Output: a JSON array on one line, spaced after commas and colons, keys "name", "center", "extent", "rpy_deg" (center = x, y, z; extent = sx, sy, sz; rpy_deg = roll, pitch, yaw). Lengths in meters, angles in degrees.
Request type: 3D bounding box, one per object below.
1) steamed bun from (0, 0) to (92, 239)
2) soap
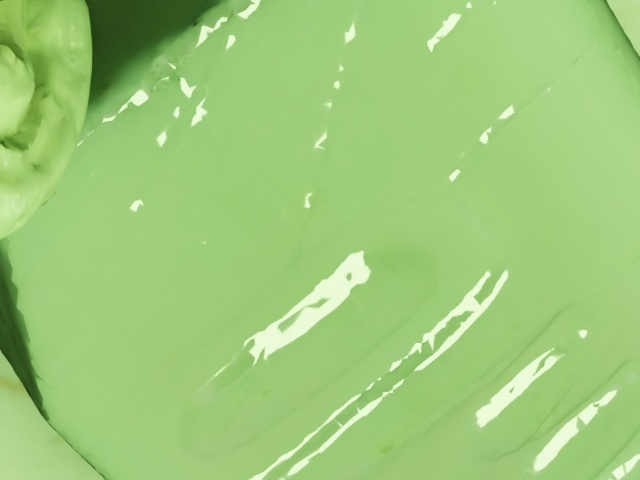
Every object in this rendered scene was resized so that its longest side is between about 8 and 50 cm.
[{"name": "steamed bun", "center": [-0.255, -0.127, 0.690], "extent": [0.324, 0.310, 0.219], "rpy_deg": [27, 139, -37]}, {"name": "soap", "center": [0.000, 0.000, 0.940], "extent": [0.350, 0.213, 0.435], "rpy_deg": [-37, 130, -1]}]
